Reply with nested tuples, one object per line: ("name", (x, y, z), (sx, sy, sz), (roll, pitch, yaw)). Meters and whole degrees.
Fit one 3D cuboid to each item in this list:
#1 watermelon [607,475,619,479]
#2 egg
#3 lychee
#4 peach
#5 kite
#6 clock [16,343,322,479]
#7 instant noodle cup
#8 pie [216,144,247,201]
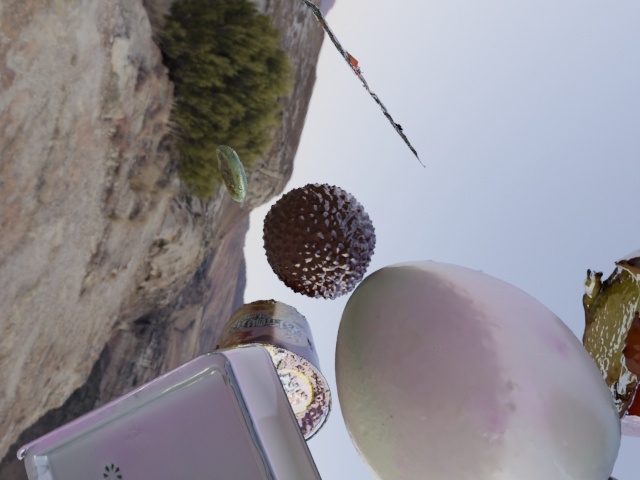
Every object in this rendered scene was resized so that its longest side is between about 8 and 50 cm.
("watermelon", (0.451, 0.493, 0.794), (0.212, 0.212, 0.212), (-162, -90, -76))
("egg", (0.178, 0.185, 0.682), (0.355, 0.339, 0.354), (-36, -176, 3))
("lychee", (0.000, 0.000, 1.105), (0.304, 0.276, 0.275), (25, -82, 53))
("peach", (0.669, 0.212, 0.902), (0.416, 0.353, 0.339), (-51, -176, 41))
("kite", (0.047, -0.172, 0.497), (0.009, 0.232, 0.189), (-36, 179, 14))
("clock", (-0.104, 0.173, 0.326), (0.192, 0.146, 0.071), (-29, 166, 15))
("instant noodle cup", (-0.144, 0.317, 1.183), (0.266, 0.340, 0.339), (-93, -155, -64))
("pie", (-0.123, -0.092, 0.649), (0.085, 0.017, 0.085), (47, -30, 38))
